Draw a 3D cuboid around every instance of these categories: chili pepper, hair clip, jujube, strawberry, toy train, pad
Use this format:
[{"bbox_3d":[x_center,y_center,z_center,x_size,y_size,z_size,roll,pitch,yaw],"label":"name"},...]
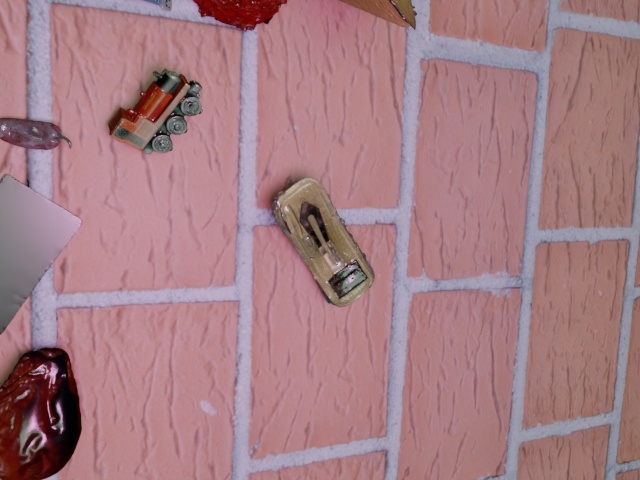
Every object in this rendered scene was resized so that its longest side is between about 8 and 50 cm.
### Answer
[{"bbox_3d":[-0.527,-0.193,1.087,0.153,0.041,0.050,5,75,-9],"label":"chili pepper"},{"bbox_3d":[0.000,0.000,1.328,0.138,0.091,0.321,-39,121,-14],"label":"hair clip"},{"bbox_3d":[-0.520,0.316,1.102,0.168,0.168,0.236,11,86,-25],"label":"jujube"},{"bbox_3d":[-0.143,-0.493,1.124,0.234,0.178,0.233,-8,120,-13],"label":"strawberry"},{"bbox_3d":[-0.305,-0.243,1.133,0.118,0.074,0.176,28,111,-40],"label":"toy train"},{"bbox_3d":[-0.585,0.028,1.111,0.160,0.009,0.265,37,83,-24],"label":"pad"}]

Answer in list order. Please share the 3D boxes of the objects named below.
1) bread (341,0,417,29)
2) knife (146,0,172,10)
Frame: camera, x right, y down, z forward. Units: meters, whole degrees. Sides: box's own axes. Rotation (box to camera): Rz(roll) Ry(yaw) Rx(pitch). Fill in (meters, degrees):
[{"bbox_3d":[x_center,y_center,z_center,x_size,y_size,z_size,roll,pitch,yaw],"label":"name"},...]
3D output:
[{"bbox_3d":[0.063,-0.627,1.140,0.242,0.405,0.346,-47,125,0],"label":"bread"},{"bbox_3d":[-0.323,-0.459,1.141,0.096,0.010,0.027,1,92,-45],"label":"knife"}]
